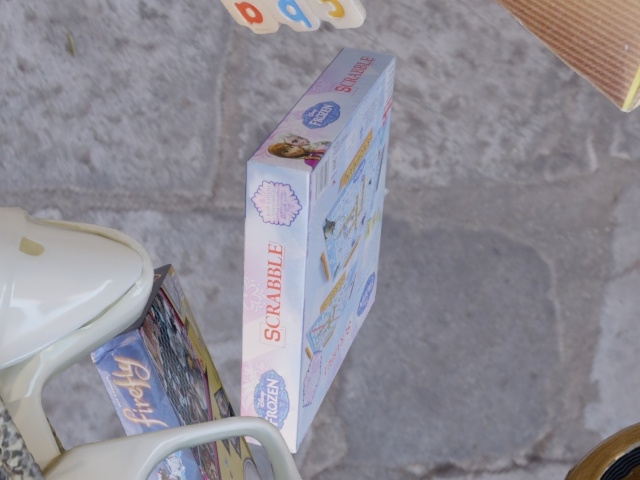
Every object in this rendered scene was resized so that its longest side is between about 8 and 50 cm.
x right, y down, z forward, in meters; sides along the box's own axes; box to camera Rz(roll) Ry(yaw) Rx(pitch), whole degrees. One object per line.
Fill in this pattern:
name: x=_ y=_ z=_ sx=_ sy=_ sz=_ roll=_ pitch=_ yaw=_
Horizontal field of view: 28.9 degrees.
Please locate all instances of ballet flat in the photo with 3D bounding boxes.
ballet flat: x=-0.107 y=0.111 z=0.532 sx=0.182 sy=0.164 sz=0.483 roll=-33 pitch=81 yaw=-8

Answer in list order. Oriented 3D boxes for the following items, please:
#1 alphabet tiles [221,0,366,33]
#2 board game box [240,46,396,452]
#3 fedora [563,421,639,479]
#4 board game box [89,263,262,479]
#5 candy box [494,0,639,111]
alphabet tiles: x=-0.080 y=-0.300 z=1.148 sx=0.278 sy=0.284 sz=0.021 roll=51 pitch=58 yaw=-37
board game box: x=0.000 y=0.000 z=1.300 sx=0.066 sy=0.319 sz=0.318 roll=11 pitch=119 yaw=14
fedora: x=0.255 y=0.206 z=0.841 sx=0.194 sy=0.194 sz=0.079 roll=-33 pitch=128 yaw=-5
board game box: x=-0.101 y=0.156 z=0.973 sx=0.042 sy=0.165 sz=0.243 roll=-20 pitch=104 yaw=6
candy box: x=0.118 y=-0.215 z=0.368 sx=0.087 sy=0.183 sz=0.316 roll=-31 pitch=158 yaw=-39
